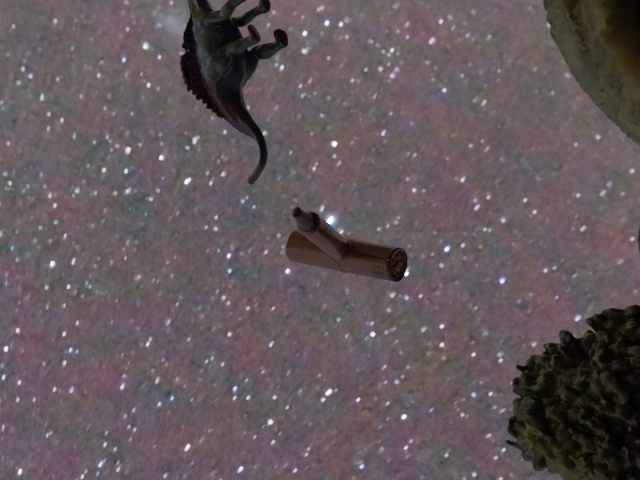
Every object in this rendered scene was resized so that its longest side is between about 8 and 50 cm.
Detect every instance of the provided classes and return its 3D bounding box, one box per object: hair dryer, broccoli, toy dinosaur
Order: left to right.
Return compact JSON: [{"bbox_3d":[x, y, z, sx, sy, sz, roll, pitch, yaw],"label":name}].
[{"bbox_3d":[-0.068,-0.140,0.632,0.045,0.080,0.198,-6,-105,-55],"label":"toy dinosaur"},{"bbox_3d":[-0.011,-0.002,1.200,0.220,0.195,0.054,27,-104,-51],"label":"hair dryer"},{"bbox_3d":[0.298,0.182,0.658,0.247,0.246,0.288,-24,-116,-6],"label":"broccoli"}]

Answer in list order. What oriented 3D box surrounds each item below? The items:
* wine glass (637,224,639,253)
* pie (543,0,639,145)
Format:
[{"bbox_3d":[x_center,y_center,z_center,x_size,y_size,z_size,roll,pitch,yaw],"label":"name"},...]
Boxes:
[{"bbox_3d":[0.440,-0.026,0.821,0.126,0.241,0.126,26,-135,-30],"label":"wine glass"},{"bbox_3d":[0.249,-0.163,0.439,0.078,0.277,0.277,21,-139,-52],"label":"pie"}]
